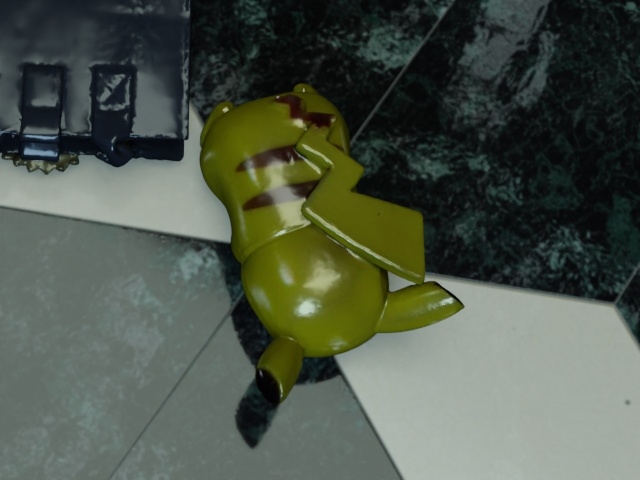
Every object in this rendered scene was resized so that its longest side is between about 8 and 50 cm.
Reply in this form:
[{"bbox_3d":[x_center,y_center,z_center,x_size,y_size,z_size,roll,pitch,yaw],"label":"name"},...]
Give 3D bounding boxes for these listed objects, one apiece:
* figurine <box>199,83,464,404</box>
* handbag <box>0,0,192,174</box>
[{"bbox_3d":[-0.002,-0.007,1.783,0.218,0.169,0.327,-17,76,-7],"label":"figurine"},{"bbox_3d":[-0.287,-0.228,1.832,0.303,0.122,0.329,1,74,-9],"label":"handbag"}]
